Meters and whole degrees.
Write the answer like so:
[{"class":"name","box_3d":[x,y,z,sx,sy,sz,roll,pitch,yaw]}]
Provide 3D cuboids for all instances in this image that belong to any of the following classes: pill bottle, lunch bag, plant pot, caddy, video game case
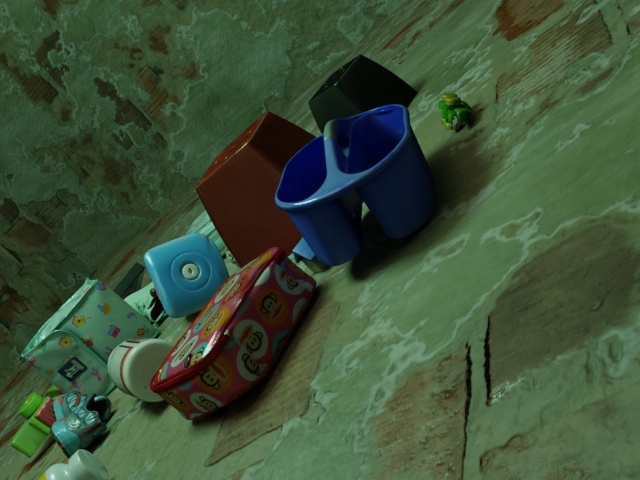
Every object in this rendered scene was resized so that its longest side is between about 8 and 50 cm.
[{"class":"pill bottle","box_3d":[-0.461,0.457,1.300,0.184,0.103,0.103,-46,16,-4]},{"class":"lunch bag","box_3d":[-0.155,0.163,1.277,0.258,0.120,0.293,-33,18,47]},{"class":"lunch bag","box_3d":[-0.256,-0.053,2.055,0.279,0.108,0.224,-39,17,18]},{"class":"pill bottle","box_3d":[-0.361,0.258,1.516,0.121,0.121,0.221,-51,16,-22]},{"class":"plant pot","box_3d":[0.087,-0.333,1.808,0.187,0.167,0.188,-21,27,53]},{"class":"plant pot","box_3d":[-0.113,-0.122,1.648,0.267,0.236,0.267,-36,19,27]},{"class":"lunch bag","box_3d":[-0.576,0.258,1.860,0.262,0.223,0.160,-52,23,-23]},{"class":"caddy","box_3d":[0.054,-0.115,1.239,0.241,0.179,0.341,-25,22,16]},{"class":"video game case","box_3d":[-0.608,0.231,2.175,0.275,0.035,0.248,-60,-3,-42]}]

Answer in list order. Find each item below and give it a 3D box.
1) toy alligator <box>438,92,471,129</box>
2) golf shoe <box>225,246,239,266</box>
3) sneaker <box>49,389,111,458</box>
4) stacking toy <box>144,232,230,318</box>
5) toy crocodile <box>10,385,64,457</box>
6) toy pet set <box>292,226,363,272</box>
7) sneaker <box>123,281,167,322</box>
[{"class":"toy alligator","box_3d":[0.253,-0.231,1.360,0.051,0.056,0.190,-2,21,0]},{"class":"golf shoe","box_3d":[-0.185,0.032,1.771,0.176,0.069,0.086,-74,-7,-68]},{"class":"sneaker","box_3d":[-0.521,0.395,1.669,0.125,0.104,0.262,-30,18,-11]},{"class":"stacking toy","box_3d":[-0.329,0.119,1.788,0.165,0.175,0.302,-21,-13,-23]},{"class":"toy crocodile","box_3d":[-0.662,0.397,1.922,0.105,0.115,0.341,-21,28,53]},{"class":"toy pet set","box_3d":[0.000,0.000,1.373,0.114,0.065,0.122,-51,17,-22]},{"class":"sneaker","box_3d":[-0.486,0.195,2.033,0.256,0.094,0.151,-42,18,11]}]
